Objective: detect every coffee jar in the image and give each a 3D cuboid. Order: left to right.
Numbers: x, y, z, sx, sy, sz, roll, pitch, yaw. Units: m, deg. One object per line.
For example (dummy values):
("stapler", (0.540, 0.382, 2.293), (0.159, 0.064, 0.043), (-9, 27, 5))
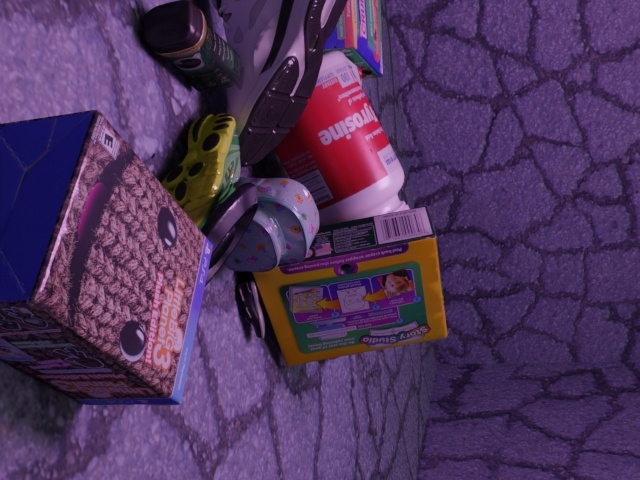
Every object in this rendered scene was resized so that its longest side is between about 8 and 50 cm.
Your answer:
("coffee jar", (-0.210, -0.319, 1.134), (0.184, 0.096, 0.079), (37, 48, -68))

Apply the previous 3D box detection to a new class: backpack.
("backpack", (-0.102, -0.029, 1.258), (0.144, 0.189, 0.165), (-71, 152, -52))

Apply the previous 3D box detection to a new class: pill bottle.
("pill bottle", (0.038, -0.180, 1.487), (0.407, 0.229, 0.229), (62, 22, -9))

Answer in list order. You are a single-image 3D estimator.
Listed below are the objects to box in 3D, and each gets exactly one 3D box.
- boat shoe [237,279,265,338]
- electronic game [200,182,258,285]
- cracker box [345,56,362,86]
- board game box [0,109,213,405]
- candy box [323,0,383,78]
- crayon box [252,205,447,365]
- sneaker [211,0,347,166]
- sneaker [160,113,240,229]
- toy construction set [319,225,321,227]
("boat shoe", (-0.137, 0.139, 1.362), (0.046, 0.038, 0.125), (-103, -178, -68))
("electronic game", (-0.170, 0.006, 1.078), (0.229, 0.048, 0.229), (-55, 179, -1))
("cracker box", (0.053, -0.328, 1.714), (0.156, 0.067, 0.232), (-2, 92, -70))
("board game box", (-0.266, 0.036, 0.795), (0.291, 0.141, 0.232), (59, 31, -55))
("candy box", (0.068, -0.578, 1.751), (0.317, 0.122, 0.268), (-1, 89, -71))
("crayon box", (0.069, 0.106, 1.441), (0.106, 0.363, 0.313), (-96, 174, -46))
("sneaker", (-0.132, -0.378, 1.294), (0.447, 0.258, 0.169), (-63, 161, 18))
("sneaker", (-0.185, -0.094, 1.142), (0.295, 0.110, 0.123), (-75, 154, -44))
("toy construction set", (0.000, 0.000, 1.644), (0.215, 0.151, 0.327), (46, 28, -27))
